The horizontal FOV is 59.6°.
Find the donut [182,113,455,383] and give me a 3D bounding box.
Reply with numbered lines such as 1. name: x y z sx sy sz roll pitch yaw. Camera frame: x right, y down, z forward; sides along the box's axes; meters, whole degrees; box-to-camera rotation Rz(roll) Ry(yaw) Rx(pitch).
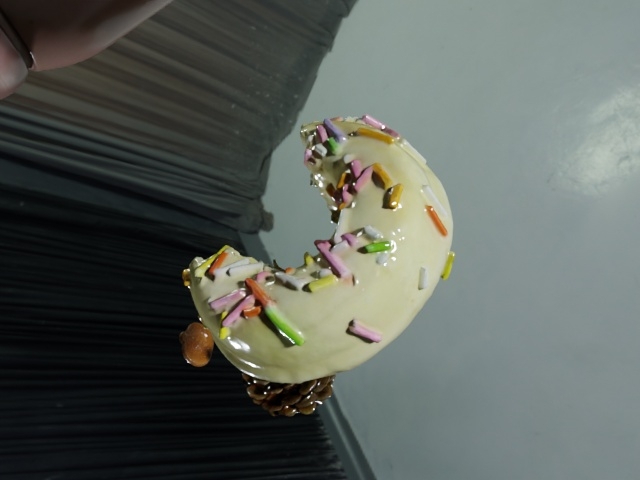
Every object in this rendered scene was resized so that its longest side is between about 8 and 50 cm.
1. donut: -0.001 0.009 0.713 0.307 0.150 0.371 32 80 42

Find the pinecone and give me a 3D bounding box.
1. pinecone: -0.065 0.234 1.082 0.179 0.204 0.184 -19 24 18

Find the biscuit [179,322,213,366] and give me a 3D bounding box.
1. biscuit: -0.253 0.209 1.131 0.015 0.078 0.091 -35 32 34

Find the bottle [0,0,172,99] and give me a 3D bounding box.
1. bottle: -0.236 -0.254 0.461 0.297 0.206 0.173 -45 19 -17
